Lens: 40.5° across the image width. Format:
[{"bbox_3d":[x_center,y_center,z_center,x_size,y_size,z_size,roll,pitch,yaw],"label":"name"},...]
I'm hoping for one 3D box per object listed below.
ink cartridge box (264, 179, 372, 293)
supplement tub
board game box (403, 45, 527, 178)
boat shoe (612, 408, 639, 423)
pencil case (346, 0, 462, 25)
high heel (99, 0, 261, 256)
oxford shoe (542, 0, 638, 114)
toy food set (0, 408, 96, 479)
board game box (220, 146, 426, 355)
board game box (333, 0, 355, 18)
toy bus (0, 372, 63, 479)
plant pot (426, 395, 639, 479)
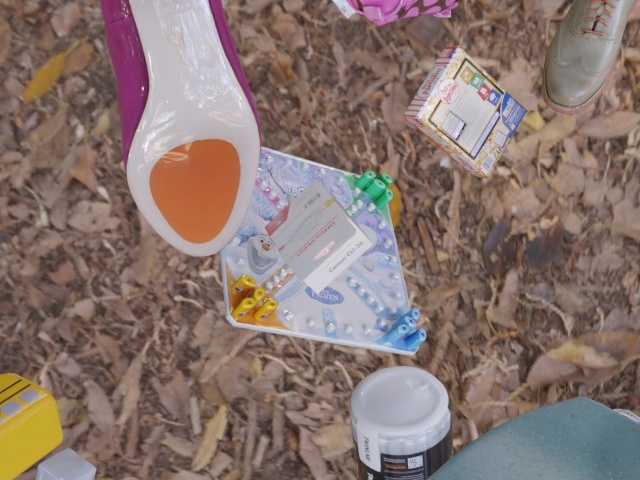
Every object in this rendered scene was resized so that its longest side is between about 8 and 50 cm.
[{"bbox_3d":[0.000,0.000,1.301,0.115,0.067,0.198,-43,30,5],"label":"ink cartridge box"},{"bbox_3d":[0.162,0.417,1.681,0.194,0.316,0.193,-5,33,3],"label":"supplement tub"},{"bbox_3d":[0.255,-0.221,1.507,0.147,0.193,0.045,-58,30,-6],"label":"board game box"},{"bbox_3d":[0.314,0.349,1.111,0.108,0.102,0.301,43,121,33],"label":"boat shoe"},{"bbox_3d":[0.097,-0.275,0.902,0.095,0.209,0.098,22,117,25],"label":"pencil case"},{"bbox_3d":[-0.134,-0.171,0.790,0.127,0.377,0.181,-9,38,-12],"label":"high heel"},{"bbox_3d":[0.472,-0.382,1.503,0.123,0.130,0.348,18,71,16],"label":"oxford shoe"},{"bbox_3d":[-0.297,0.262,0.842,0.232,0.111,0.104,28,117,22],"label":"toy food set"},{"bbox_3d":[0.000,-0.002,1.553,0.050,0.390,0.390,-44,44,42],"label":"board game box"},{"bbox_3d":[0.052,-0.439,1.466,0.090,0.090,0.020,-35,29,19],"label":"board game box"},{"bbox_3d":[-0.526,0.314,1.181,0.130,0.108,0.333,19,34,29],"label":"toy bus"},{"bbox_3d":[0.236,0.290,0.762,0.252,0.248,0.247,-48,28,-11],"label":"plant pot"}]
